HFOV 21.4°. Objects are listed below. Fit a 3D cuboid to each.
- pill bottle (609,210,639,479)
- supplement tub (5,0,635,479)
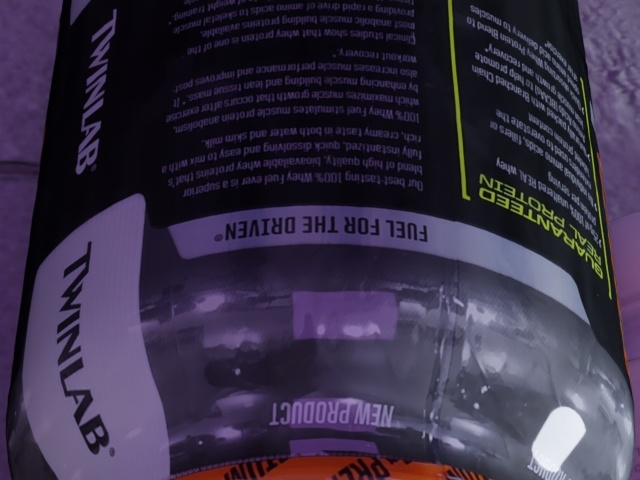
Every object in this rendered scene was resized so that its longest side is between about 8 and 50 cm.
[{"bbox_3d":[0.147,0.109,0.635,0.131,0.131,0.229,3,59,-8],"label":"pill bottle"},{"bbox_3d":[0.000,0.000,0.609,0.207,0.207,0.338,6,51,-6],"label":"supplement tub"}]
